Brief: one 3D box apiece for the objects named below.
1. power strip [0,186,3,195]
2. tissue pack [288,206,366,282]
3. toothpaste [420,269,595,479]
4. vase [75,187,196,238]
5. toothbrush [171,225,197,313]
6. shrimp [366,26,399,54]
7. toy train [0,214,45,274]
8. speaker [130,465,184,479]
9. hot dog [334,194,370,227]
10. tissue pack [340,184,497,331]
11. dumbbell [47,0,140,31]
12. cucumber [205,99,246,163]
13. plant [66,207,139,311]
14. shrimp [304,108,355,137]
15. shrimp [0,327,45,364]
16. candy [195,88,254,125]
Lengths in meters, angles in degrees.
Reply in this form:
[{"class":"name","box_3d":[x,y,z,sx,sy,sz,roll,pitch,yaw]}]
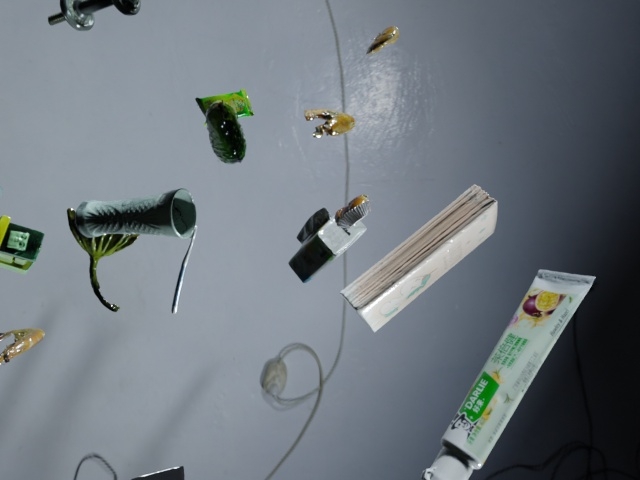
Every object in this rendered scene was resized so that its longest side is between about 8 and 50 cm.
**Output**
[{"class":"power strip","box_3d":[-0.401,-0.126,0.527,0.216,0.137,0.044,44,70,10]},{"class":"tissue pack","box_3d":[0.000,0.000,1.673,0.145,0.229,0.159,47,55,1]},{"class":"toothpaste","box_3d":[0.224,0.160,0.659,0.058,0.056,0.314,32,71,17]},{"class":"vase","box_3d":[-0.360,-0.047,1.071,0.219,0.096,0.096,-2,100,16]},{"class":"toothbrush","box_3d":[-0.366,0.080,1.463,0.025,0.019,0.275,6,117,-28]},{"class":"shrimp","box_3d":[0.187,-0.605,1.678,0.115,0.217,0.051,-25,108,18]},{"class":"toy train","box_3d":[-0.353,0.005,0.610,0.081,0.122,0.050,24,68,-26]},{"class":"speaker","box_3d":[-0.250,0.489,0.897,0.082,0.044,0.218,0,67,-39]},{"class":"hot dog","box_3d":[0.078,-0.069,1.313,0.099,0.192,0.053,-34,93,9]},{"class":"tissue pack","box_3d":[0.196,0.040,1.076,0.325,0.170,0.071,-39,63,-1]},{"class":"dumbbell","box_3d":[-0.419,-0.453,1.056,0.254,0.081,0.081,-8,101,21]},{"class":"cucumber","box_3d":[-0.178,-0.202,1.047,0.069,0.227,0.069,0,74,-1]},{"class":"plant","box_3d":[-0.743,0.045,1.816,0.251,0.180,0.333,19,86,4]},{"class":"shrimp","box_3d":[0.016,-0.301,1.418,0.133,0.187,0.051,14,115,15]},{"class":"shrimp","box_3d":[-0.810,0.267,1.442,0.124,0.178,0.034,6,112,11]},{"class":"candy","box_3d":[-0.319,-0.448,1.857,0.178,0.032,0.102,-17,88,-22]}]
